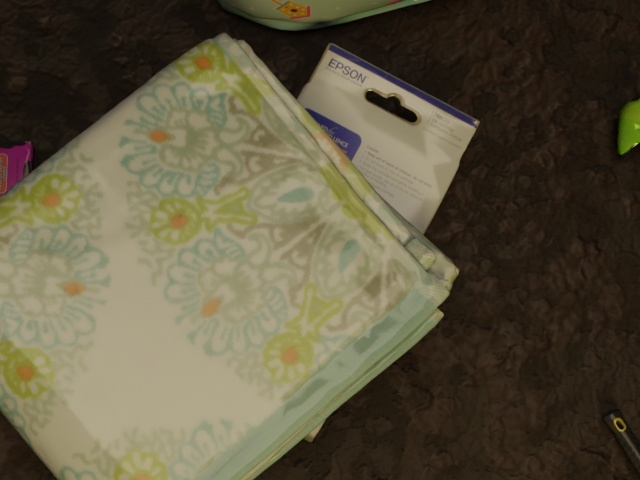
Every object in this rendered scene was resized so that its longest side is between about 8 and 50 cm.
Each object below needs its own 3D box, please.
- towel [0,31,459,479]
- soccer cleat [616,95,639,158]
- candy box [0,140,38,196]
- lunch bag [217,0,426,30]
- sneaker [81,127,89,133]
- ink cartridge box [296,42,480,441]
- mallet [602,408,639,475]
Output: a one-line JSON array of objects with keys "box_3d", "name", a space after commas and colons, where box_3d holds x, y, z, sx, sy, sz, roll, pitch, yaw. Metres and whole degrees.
[{"box_3d": [-0.111, 0.040, 1.330, 0.374, 0.090, 0.320, -40, 82, -13], "name": "towel"}, {"box_3d": [0.369, -0.088, 1.484, 0.179, 0.060, 0.072, 13, 85, 5], "name": "soccer cleat"}, {"box_3d": [-0.373, -0.007, 1.390, 0.233, 0.071, 0.159, 1, 77, -5], "name": "candy box"}, {"box_3d": [0.016, -0.306, 1.420, 0.262, 0.223, 0.160, -13, 72, -6], "name": "lunch bag"}, {"box_3d": [-0.221, -0.020, 1.413, 0.067, 0.064, 0.175, 1, 73, 6], "name": "sneaker"}, {"box_3d": [0.000, 0.000, 1.424, 0.165, 0.065, 0.332, 29, 77, 3], "name": "ink cartridge box"}, {"box_3d": [0.322, 0.233, 1.409, 0.062, 0.039, 0.189, -21, 75, -10], "name": "mallet"}]
